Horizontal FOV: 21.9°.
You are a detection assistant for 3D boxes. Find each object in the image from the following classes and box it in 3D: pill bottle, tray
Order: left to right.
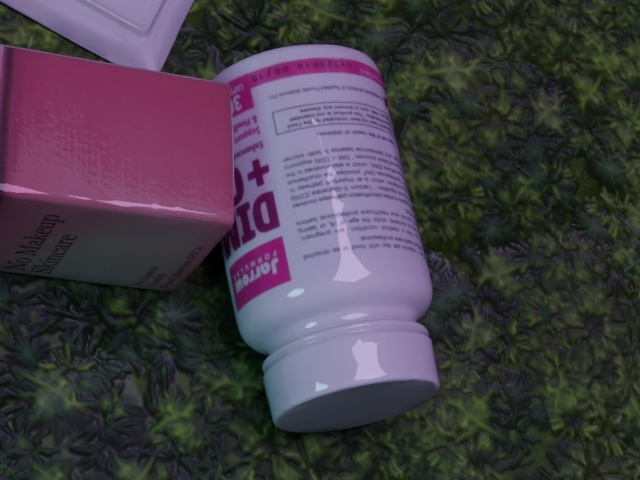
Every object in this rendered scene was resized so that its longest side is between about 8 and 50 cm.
[{"bbox_3d":[-0.233,-0.258,1.418,0.270,0.030,0.145,29,56,-11],"label":"tray"},{"bbox_3d":[0.000,0.000,1.328,0.160,0.160,0.283,-2,67,-27],"label":"pill bottle"}]

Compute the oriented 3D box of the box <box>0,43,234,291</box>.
[{"bbox_3d":[-0.197,-0.053,1.264,0.232,0.148,0.127,7,64,-22],"label":"box"}]
